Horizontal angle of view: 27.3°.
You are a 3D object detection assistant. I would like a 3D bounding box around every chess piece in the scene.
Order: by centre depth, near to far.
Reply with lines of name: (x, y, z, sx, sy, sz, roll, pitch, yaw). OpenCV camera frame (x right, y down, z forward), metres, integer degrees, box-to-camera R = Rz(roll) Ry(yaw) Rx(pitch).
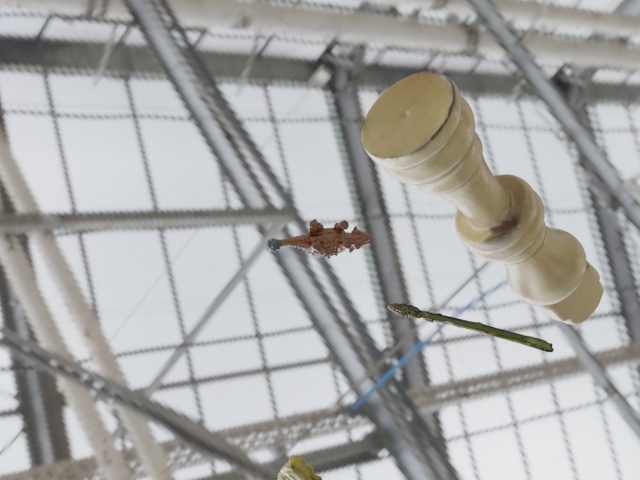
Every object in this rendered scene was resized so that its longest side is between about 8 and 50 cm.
chess piece: (0.203, -0.024, 1.459, 0.397, 0.117, 0.117, 42, -152, -37)

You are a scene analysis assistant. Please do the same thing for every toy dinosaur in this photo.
toy dinosaur: (0.000, 0.000, 1.834, 0.154, 0.055, 0.049, -3, -107, -12)

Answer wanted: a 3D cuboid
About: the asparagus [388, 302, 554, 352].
asparagus: (0.145, 0.083, 1.279, 0.166, 0.013, 0.016, 14, -160, 11)

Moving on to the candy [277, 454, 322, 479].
candy: (0.000, 0.371, 1.630, 0.187, 0.297, 0.081, 38, -119, 9)
